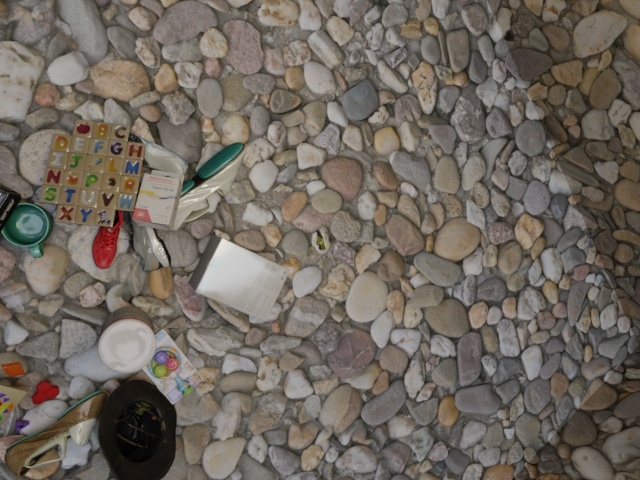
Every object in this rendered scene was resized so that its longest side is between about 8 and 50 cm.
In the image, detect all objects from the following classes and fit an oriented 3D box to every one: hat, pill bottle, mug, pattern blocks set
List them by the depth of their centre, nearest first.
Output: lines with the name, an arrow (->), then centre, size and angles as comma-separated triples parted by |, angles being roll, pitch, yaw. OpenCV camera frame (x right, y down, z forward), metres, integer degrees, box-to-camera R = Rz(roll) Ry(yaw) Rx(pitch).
pattern blocks set -> -0.989, 0.484, 1.430 | 0.285, 0.026, 0.325 | -47, 140, -13
mug -> -0.895, -0.036, 1.471 | 0.129, 0.097, 0.158 | 17, 88, -18
pill bottle -> -0.606, 0.298, 1.512 | 0.160, 0.283, 0.161 | -2, 95, -22
hat -> -0.625, 0.639, 1.577 | 0.133, 0.331, 0.331 | -27, 107, 22

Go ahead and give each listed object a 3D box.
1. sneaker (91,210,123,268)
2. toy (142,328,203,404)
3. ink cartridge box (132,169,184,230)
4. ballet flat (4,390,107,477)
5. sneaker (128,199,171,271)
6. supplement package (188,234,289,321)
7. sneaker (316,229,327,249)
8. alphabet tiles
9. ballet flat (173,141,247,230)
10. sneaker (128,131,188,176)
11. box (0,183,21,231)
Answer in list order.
sneaker -> -0.687, -0.013, 1.542 | 0.086, 0.128, 0.222 | 7, 91, -22
toy -> -0.530, 0.446, 1.676 | 0.136, 0.056, 0.237 | -38, 106, -17
ink cartridge box -> -0.511, -0.141, 1.529 | 0.115, 0.067, 0.199 | 8, 72, -4
ballet flat -> -0.821, 0.625, 1.528 | 0.342, 0.116, 0.124 | -31, 65, -16
sneaker -> -0.596, -0.021, 1.597 | 0.107, 0.100, 0.272 | -24, 101, -11
supplement package -> -0.286, 0.126, 1.675 | 0.262, 0.198, 0.200 | 27, 84, -22
sneaker -> 0.000, 0.000, 1.871 | 0.035, 0.031, 0.084 | -25, 102, -18
alphabet tiles -> -0.712, -0.214, 1.509 | 0.284, 0.011, 0.343 | 6, 76, -5
ballet flat -> -0.397, -0.180, 1.662 | 0.400, 0.139, 0.139 | -40, 107, -10
sneaker -> -0.558, -0.288, 1.612 | 0.237, 0.086, 0.085 | 30, 111, -9
box -> -1.095, -0.038, 1.341 | 0.318, 0.097, 0.395 | 29, 87, -7
